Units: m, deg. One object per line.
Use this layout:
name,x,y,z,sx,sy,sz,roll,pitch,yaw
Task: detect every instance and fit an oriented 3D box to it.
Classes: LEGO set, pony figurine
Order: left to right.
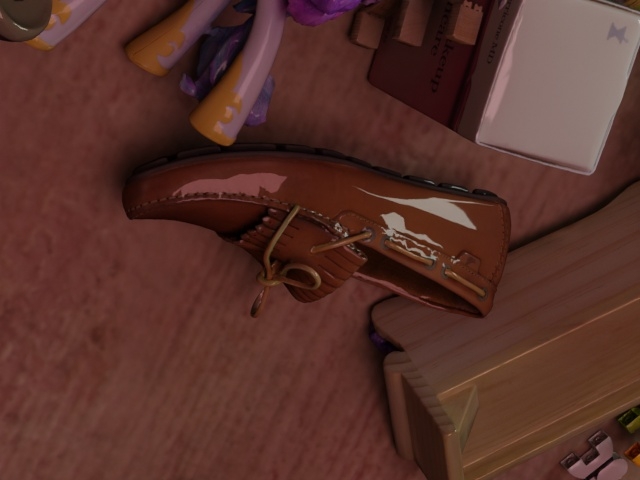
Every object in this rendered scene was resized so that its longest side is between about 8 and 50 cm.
pony figurine,-0.042,-0.268,1.640,0.351,0.303,0.363,27,111,-19
LEGO set,0.374,0.207,2.044,0.227,0.087,0.093,-38,117,-5

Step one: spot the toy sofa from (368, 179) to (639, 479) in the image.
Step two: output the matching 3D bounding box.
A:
toy sofa,0.235,0.103,1.938,0.362,0.177,0.150,-25,140,-13

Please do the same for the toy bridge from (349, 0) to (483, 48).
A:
toy bridge,0.083,-0.202,1.734,0.026,0.188,0.063,17,86,-28

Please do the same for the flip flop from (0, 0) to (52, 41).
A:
flip flop,-0.242,-0.294,1.534,0.112,0.080,0.277,-11,95,-51

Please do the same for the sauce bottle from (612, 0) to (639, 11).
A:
sauce bottle,0.405,-0.248,1.890,0.344,0.111,0.111,9,104,-24

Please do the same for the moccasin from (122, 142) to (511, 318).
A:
moccasin,-0.002,0.000,1.794,0.380,0.139,0.147,13,78,-33

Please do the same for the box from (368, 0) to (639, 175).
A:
box,0.159,-0.167,1.748,0.127,0.232,0.148,13,101,-26
